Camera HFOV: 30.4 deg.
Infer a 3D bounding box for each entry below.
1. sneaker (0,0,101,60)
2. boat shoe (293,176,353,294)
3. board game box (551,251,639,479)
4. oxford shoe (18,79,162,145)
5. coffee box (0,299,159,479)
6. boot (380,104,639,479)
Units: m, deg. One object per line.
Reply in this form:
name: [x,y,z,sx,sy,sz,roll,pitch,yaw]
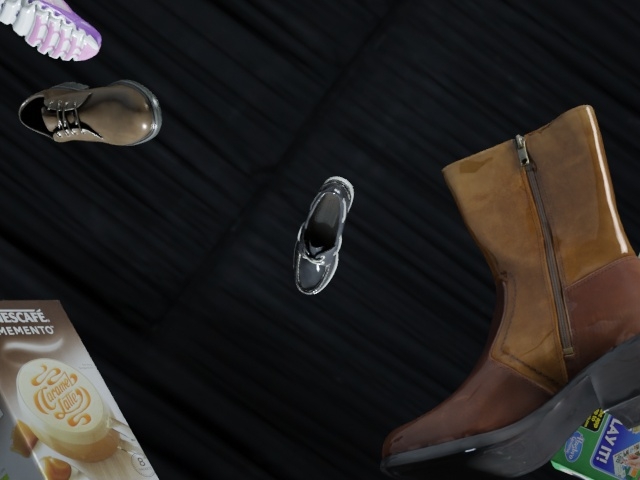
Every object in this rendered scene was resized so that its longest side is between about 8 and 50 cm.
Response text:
sneaker: [-0.401,-0.340,1.625,0.095,0.236,0.104,-33,-148,55]
boat shoe: [0.000,0.000,1.139,0.038,0.046,0.125,-54,167,-67]
board game box: [0.363,0.094,1.029,0.317,0.213,0.046,-65,157,-9]
oxford shoe: [-0.287,-0.149,1.452,0.227,0.083,0.096,3,-161,40]
coffee box: [-0.278,0.181,1.142,0.098,0.246,0.141,-46,154,24]
boot: [0.143,0.042,0.978,0.264,0.096,0.280,-29,-125,21]
